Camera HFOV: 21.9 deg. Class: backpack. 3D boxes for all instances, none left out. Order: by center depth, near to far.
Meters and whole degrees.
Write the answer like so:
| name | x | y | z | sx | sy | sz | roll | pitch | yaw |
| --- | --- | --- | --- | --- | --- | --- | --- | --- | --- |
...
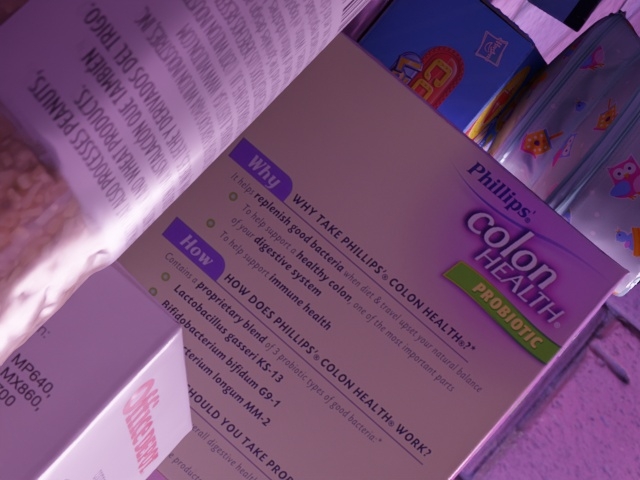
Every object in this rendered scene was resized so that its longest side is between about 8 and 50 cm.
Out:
| name | x | y | z | sx | sy | sz | roll | pitch | yaw |
| --- | --- | --- | --- | --- | --- | --- | --- | --- | --- |
| backpack | 0.188 | -0.054 | 1.019 | 0.166 | 0.144 | 0.188 | -51 | -175 | 9 |

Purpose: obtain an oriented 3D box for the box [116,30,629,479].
| name | x | y | z | sx | sy | sz | roll | pitch | yaw |
| --- | --- | --- | --- | --- | --- | --- | --- | --- | --- |
| box | 0.008 | 0.041 | 0.909 | 0.243 | 0.213 | 0.117 | -50 | 171 | 4 |

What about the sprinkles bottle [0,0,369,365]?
| name | x | y | z | sx | sy | sz | roll | pitch | yaw |
| --- | --- | --- | --- | --- | --- | --- | --- | --- | --- |
| sprinkles bottle | -0.061 | -0.065 | 0.403 | 0.355 | 0.121 | 0.121 | -47 | 171 | -15 |

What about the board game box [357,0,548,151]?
| name | x | y | z | sx | sy | sz | roll | pitch | yaw |
| --- | --- | --- | --- | --- | --- | --- | --- | --- | --- |
| board game box | 0.032 | -0.026 | 1.139 | 0.308 | 0.086 | 0.302 | -50 | 170 | 8 |

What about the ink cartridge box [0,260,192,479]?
| name | x | y | z | sx | sy | sz | roll | pitch | yaw |
| --- | --- | --- | --- | --- | --- | --- | --- | --- | --- |
| ink cartridge box | -0.178 | 0.113 | 0.622 | 0.273 | 0.114 | 0.197 | -48 | 171 | -15 |

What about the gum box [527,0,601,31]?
| name | x | y | z | sx | sy | sz | roll | pitch | yaw |
| --- | --- | --- | --- | --- | --- | --- | --- | --- | --- |
| gum box | 0.192 | -0.234 | 1.023 | 0.157 | 0.041 | 0.184 | -55 | -172 | 33 |

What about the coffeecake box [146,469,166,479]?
| name | x | y | z | sx | sy | sz | roll | pitch | yaw |
| --- | --- | --- | --- | --- | --- | --- | --- | --- | --- |
| coffeecake box | -0.116 | 0.205 | 1.099 | 0.142 | 0.185 | 0.068 | -49 | 172 | 0 |
